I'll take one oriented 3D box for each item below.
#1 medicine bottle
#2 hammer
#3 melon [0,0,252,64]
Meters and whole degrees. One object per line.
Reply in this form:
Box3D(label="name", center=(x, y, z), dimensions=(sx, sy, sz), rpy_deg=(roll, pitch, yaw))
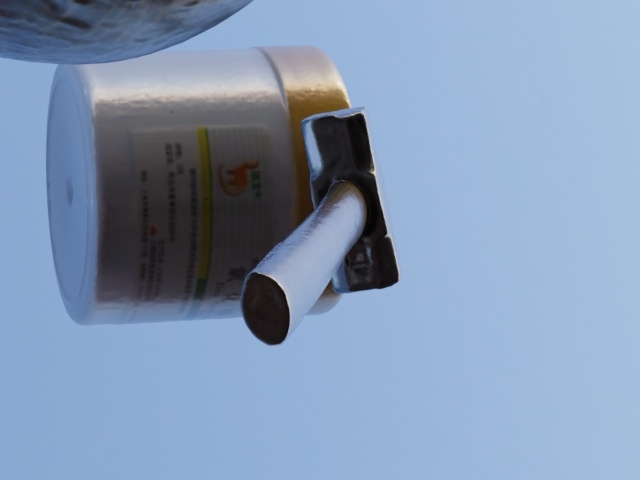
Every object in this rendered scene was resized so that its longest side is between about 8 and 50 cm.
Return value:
Box3D(label="medicine bottle", center=(-0.107, -0.047, 1.698), dimensions=(0.232, 0.238, 0.237), rpy_deg=(-4, -71, -17))
Box3D(label="hammer", center=(0.000, 0.000, 1.051), dimensions=(0.365, 0.043, 0.111), rpy_deg=(-53, -48, -79))
Box3D(label="melon", center=(-0.093, -0.212, 0.813), dimensions=(0.237, 0.237, 0.301), rpy_deg=(59, -148, -39))
